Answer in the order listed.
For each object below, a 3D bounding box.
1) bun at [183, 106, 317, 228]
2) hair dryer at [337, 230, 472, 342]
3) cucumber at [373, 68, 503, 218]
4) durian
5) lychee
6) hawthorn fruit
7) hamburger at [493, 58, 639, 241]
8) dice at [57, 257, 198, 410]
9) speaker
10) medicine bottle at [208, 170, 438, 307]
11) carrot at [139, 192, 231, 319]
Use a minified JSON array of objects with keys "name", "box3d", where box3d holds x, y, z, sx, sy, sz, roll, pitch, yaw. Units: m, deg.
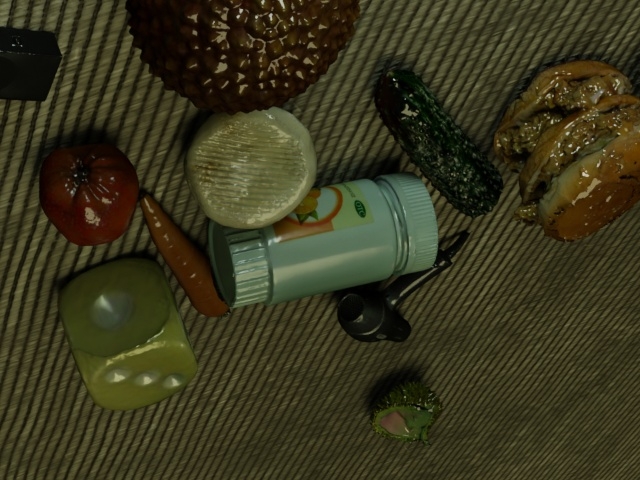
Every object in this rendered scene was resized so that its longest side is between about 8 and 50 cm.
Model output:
[{"name":"bun","box3d":[-0.097,-0.109,1.782,0.183,0.102,0.183,-2,111,-5]},{"name":"hair dryer","box3d":[0.167,0.084,2.246,0.271,0.091,0.235,-38,154,13]},{"name":"cucumber","box3d":[0.168,-0.141,1.910,0.096,0.096,0.359,-32,147,12]},{"name":"durian","box3d":[0.171,0.333,2.583,0.137,0.095,0.221,14,147,8]},{"name":"lychee","box3d":[-0.086,-0.274,1.417,0.267,0.267,0.267,-16,146,-11]},{"name":"hawthorn fruit","box3d":[-0.297,-0.056,1.706,0.133,0.133,0.138,-19,154,-8]},{"name":"hamburger","box3d":[0.388,-0.125,1.978,0.260,0.211,0.245,-36,151,9]},{"name":"dice","box3d":[-0.285,0.141,1.951,0.166,0.169,0.169,-20,147,-5]},{"name":"speaker","box3d":[-0.413,-0.204,1.502,0.218,0.044,0.082,1,140,-33]},{"name":"medicine bottle","box3d":[0.000,0.000,1.945,0.318,0.158,0.158,-13,145,-18]},{"name":"carrot","box3d":[-0.199,0.032,1.953,0.069,0.069,0.336,-26,144,3]}]
